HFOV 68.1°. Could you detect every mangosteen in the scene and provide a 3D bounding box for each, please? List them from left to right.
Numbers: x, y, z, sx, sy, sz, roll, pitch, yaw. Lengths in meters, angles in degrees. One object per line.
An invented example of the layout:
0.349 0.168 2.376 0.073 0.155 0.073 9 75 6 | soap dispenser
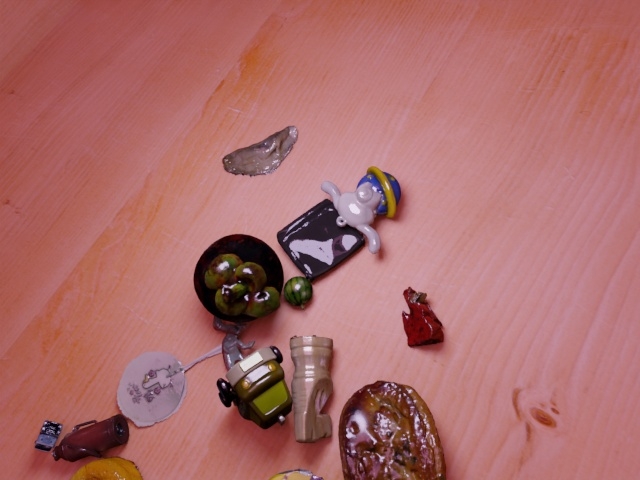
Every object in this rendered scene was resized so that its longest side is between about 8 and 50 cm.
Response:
-0.260 0.124 1.511 0.311 0.311 0.311 -5 64 10 | mangosteen

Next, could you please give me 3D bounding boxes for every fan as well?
-0.478 0.434 1.554 0.414 0.012 0.233 -31 73 -6 | fan

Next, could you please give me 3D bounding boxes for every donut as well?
-0.666 0.733 1.430 0.259 0.101 0.152 -18 56 8 | donut

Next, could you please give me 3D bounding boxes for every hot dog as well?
0.191 0.568 1.261 0.266 0.174 0.388 -14 63 9 | hot dog

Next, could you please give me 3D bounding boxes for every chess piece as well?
-0.027 0.438 1.400 0.137 0.137 0.301 -5 63 10 | chess piece

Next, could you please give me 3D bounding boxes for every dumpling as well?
-0.234 -0.343 1.854 0.332 0.086 0.166 -27 59 4 | dumpling

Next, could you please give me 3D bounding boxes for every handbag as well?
0.000 0.000 1.640 0.247 0.080 0.223 -36 69 -8 | handbag

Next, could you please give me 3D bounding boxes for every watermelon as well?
-0.072 0.172 1.560 0.109 0.109 0.109 -5 64 10 | watermelon

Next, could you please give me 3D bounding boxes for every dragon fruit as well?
0.312 0.234 1.470 0.092 0.122 0.192 1 53 -31 | dragon fruit

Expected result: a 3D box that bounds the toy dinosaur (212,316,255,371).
-0.291 0.361 1.539 0.167 0.053 0.242 1 69 14 | toy dinosaur

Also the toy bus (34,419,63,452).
-0.869 0.626 1.507 0.060 0.123 0.075 26 77 -21 | toy bus

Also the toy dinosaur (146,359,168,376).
-0.557 0.438 1.585 0.119 0.029 0.060 21 87 15 | toy dinosaur

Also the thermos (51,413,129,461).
-0.732 0.627 1.489 0.232 0.099 0.124 -20 48 3 | thermos

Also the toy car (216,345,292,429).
-0.165 0.446 1.363 0.204 0.248 0.198 -29 63 -25 | toy car

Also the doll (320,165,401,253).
0.173 -0.116 1.582 0.242 0.160 0.311 -12 66 -23 | doll

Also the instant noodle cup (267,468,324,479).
-0.043 0.702 1.215 0.215 0.236 0.216 -5 64 10 | instant noodle cup
